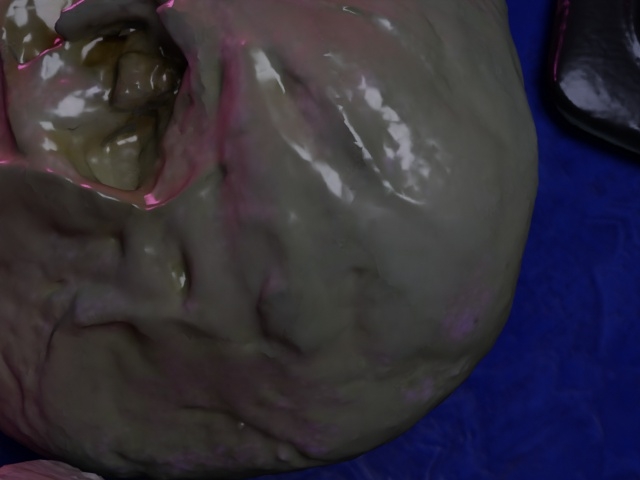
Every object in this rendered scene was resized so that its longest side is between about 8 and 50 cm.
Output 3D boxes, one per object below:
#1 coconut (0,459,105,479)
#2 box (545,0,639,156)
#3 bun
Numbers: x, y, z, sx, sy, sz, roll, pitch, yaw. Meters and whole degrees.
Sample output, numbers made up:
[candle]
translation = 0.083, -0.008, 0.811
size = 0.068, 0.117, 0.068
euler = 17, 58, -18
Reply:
[coconut]
translation = -0.159, 0.244, 0.632
size = 0.297, 0.297, 0.255
euler = -25, 79, -31
[box]
translation = 0.265, -0.139, 1.127
size = 0.212, 0.042, 0.201
euler = 22, 61, -18
[bun]
translation = -0.059, -0.055, 0.769
size = 0.361, 0.213, 0.361
euler = -5, 64, 10
